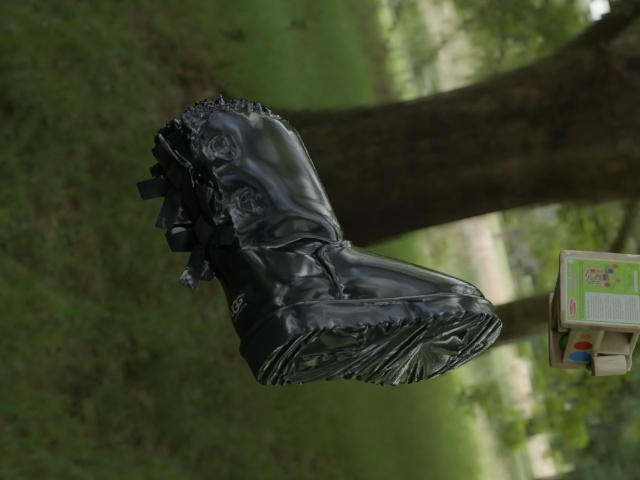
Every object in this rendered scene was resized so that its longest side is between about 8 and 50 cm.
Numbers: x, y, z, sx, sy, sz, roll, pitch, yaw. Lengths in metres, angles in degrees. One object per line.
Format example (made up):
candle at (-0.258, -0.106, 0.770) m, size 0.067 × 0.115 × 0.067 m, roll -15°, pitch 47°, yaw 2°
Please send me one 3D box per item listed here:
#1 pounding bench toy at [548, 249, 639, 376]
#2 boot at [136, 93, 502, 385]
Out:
pounding bench toy at (0.169, 0.059, 0.972) m, size 0.065 × 0.052 × 0.083 m, roll 91°, pitch 3°, yaw -58°
boot at (0.000, 0.000, 0.551) m, size 0.121 × 0.045 × 0.099 m, roll 2°, pitch 50°, yaw -42°
